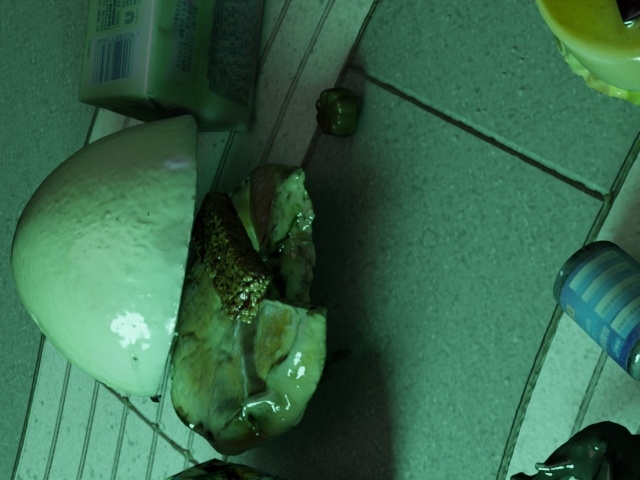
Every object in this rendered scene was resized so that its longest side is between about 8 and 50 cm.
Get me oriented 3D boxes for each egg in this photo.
[{"bbox_3d":[-0.251,0.012,1.734,0.337,0.201,0.337,-174,90,-78],"label":"egg"}]

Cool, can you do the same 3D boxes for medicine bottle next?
[{"bbox_3d":[0.304,0.087,1.383,0.203,0.083,0.083,46,110,38],"label":"medicine bottle"}]

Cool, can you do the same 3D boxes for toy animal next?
[{"bbox_3d":[0.283,0.259,1.358,0.245,0.114,0.146,32,109,19],"label":"toy animal"}]

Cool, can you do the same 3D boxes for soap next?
[{"bbox_3d":[-0.176,-0.240,1.819,0.138,0.182,0.199,-3,78,43],"label":"soap"}]

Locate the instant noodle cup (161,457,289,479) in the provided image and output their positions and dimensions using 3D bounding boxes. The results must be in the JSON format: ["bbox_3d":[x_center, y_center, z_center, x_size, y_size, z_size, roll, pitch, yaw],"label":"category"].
[{"bbox_3d":[-0.074,0.340,1.580,0.178,0.240,0.240,15,90,51],"label":"instant noodle cup"}]

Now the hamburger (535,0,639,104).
[{"bbox_3d":[0.331,-0.266,1.378,0.300,0.176,0.300,-13,70,39],"label":"hamburger"}]

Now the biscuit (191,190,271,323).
[{"bbox_3d":[-0.099,0.016,1.640,0.064,0.034,0.199,-64,28,20],"label":"biscuit"}]

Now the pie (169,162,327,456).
[{"bbox_3d":[-0.079,0.076,1.694,0.337,0.075,0.337,-36,47,51],"label":"pie"}]

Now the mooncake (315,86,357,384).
[{"bbox_3d":[0.012,0.002,1.692,0.150,0.057,0.346,133,139,-53],"label":"mooncake"}]
